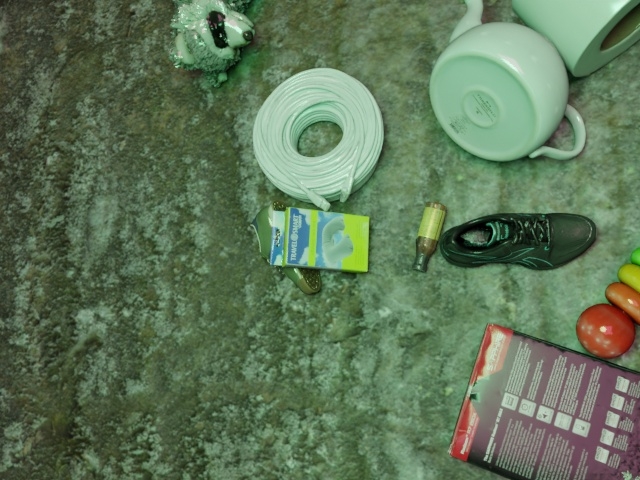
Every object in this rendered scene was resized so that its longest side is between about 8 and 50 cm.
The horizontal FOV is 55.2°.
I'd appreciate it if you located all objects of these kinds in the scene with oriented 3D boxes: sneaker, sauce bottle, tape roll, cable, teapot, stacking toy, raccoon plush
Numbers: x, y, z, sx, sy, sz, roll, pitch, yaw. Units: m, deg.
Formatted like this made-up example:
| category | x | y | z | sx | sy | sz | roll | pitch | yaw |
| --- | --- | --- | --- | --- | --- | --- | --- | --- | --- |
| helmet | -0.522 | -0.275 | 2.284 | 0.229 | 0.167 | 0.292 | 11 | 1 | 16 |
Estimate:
| category | x | y | z | sx | sy | sz | roll | pitch | yaw |
| --- | --- | --- | --- | --- | --- | --- | --- | --- | --- |
| sneaker | -0.073 | 0.024 | 1.186 | 0.086 | 0.064 | 0.192 | -28 | 85 | 33 |
| sauce bottle | 0.197 | -0.006 | 1.129 | 0.042 | 0.042 | 0.128 | 17 | 82 | 16 |
| tape roll | 0.473 | -0.425 | 1.035 | 0.246 | 0.246 | 0.169 | -36 | 74 | 5 |
| cable | -0.002 | -0.201 | 1.189 | 0.257 | 0.089 | 0.257 | 31 | 85 | 19 |
| teapot | 0.332 | -0.273 | 1.069 | 0.252 | 0.256 | 0.187 | 25 | 55 | 37 |
| sneaker | 0.342 | 0.000 | 1.060 | 0.267 | 0.106 | 0.101 | -8 | 76 | 11 |
| stacking toy | 0.546 | 0.056 | 0.997 | 0.141 | 0.141 | 0.330 | 44 | 99 | 17 |
| raccoon plush | -0.281 | -0.517 | 1.316 | 0.446 | 0.216 | 0.299 | 33 | 104 | 46 |

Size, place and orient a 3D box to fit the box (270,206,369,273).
| category | x | y | z | sx | sy | sz | roll | pitch | yaw |
| --- | --- | --- | --- | --- | --- | --- | --- | --- | --- |
| box | 0.000 | 0.000 | 1.135 | 0.178 | 0.042 | 0.109 | 6 | 78 | -16 |

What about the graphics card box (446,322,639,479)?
| category | x | y | z | sx | sy | sz | roll | pitch | yaw |
| --- | --- | --- | --- | --- | --- | --- | --- | --- | --- |
| graphics card box | 0.418 | 0.301 | 0.989 | 0.370 | 0.094 | 0.233 | 17 | 84 | 17 |
